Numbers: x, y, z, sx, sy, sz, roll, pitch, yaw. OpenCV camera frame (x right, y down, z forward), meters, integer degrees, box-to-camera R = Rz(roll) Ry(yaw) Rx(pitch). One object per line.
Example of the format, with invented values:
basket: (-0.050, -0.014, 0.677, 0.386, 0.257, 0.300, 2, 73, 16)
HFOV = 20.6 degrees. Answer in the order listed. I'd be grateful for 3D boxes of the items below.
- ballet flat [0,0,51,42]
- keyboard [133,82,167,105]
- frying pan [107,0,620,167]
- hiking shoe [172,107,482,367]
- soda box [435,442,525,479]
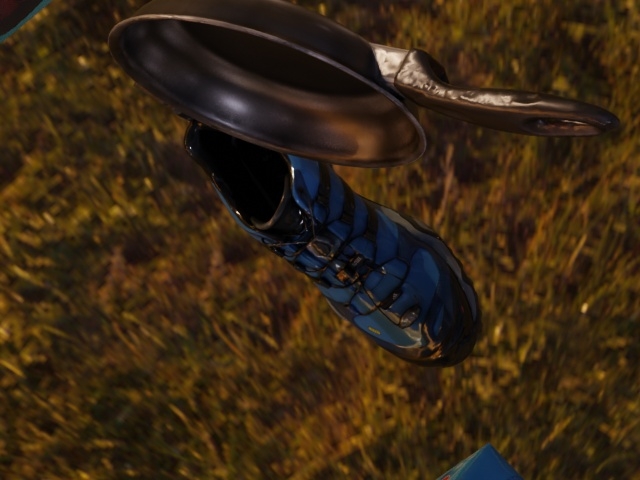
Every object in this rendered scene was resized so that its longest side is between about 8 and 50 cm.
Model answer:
ballet flat: (-0.166, -0.057, 0.557, 0.095, 0.096, 0.280, 5, 50, 30)
keyboard: (-0.143, -0.235, 1.869, 0.180, 0.023, 0.108, -60, 35, 3)
frying pan: (0.002, -0.100, 0.983, 0.197, 0.326, 0.053, 25, 74, -24)
hiking shoe: (0.000, 0.000, 1.461, 0.304, 0.132, 0.113, 44, 115, 16)
soda box: (0.149, 0.239, 1.159, 0.210, 0.071, 0.067, 46, 48, 1)
